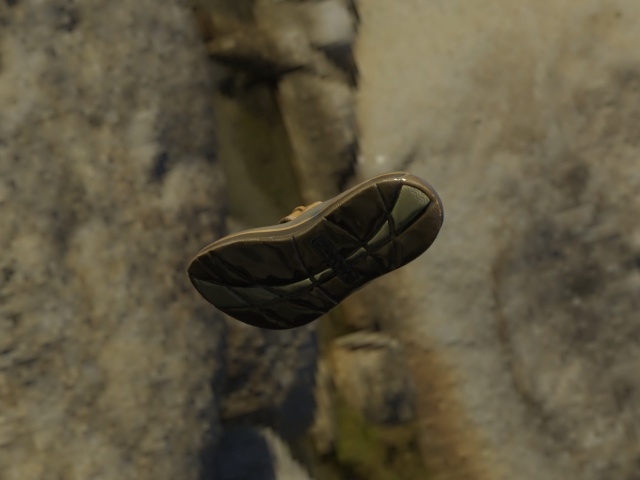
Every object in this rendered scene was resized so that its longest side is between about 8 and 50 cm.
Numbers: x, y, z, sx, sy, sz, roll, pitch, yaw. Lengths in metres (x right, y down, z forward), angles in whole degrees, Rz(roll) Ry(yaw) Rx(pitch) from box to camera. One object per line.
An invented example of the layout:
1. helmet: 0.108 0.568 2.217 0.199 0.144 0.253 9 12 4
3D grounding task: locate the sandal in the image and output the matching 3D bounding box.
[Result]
1. sandal: 0.000 0.000 1.394 0.090 0.219 0.060 50 33 -16
